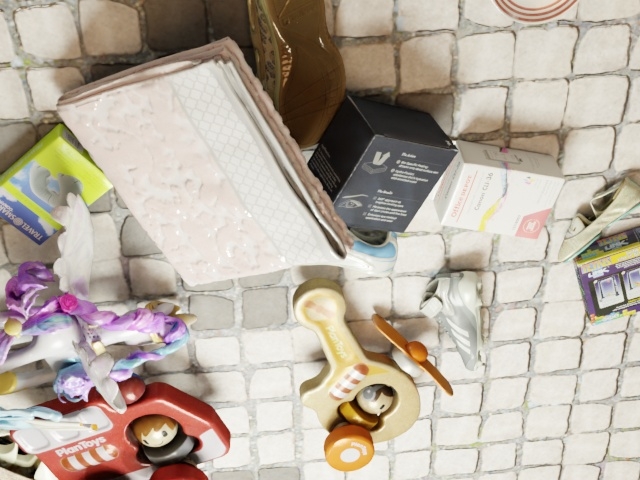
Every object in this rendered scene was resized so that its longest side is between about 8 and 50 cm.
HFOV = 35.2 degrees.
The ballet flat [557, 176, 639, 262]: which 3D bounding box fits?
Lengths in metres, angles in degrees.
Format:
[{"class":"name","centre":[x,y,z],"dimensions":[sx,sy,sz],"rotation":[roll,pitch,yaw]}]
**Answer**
[{"class":"ballet flat","centre":[0.421,-0.034,1.556],"dimensions":[0.168,0.057,0.052],"rotation":[-42,93,18]}]

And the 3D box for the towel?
[{"class":"towel","centre":[-0.154,-0.082,1.319],"dimensions":[0.317,0.053,0.332],"rotation":[-9,124,39]}]

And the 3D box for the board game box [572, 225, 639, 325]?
[{"class":"board game box","centre":[0.499,0.051,1.622],"dimensions":[0.170,0.048,0.141],"rotation":[-18,125,7]}]

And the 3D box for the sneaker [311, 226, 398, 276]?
[{"class":"sneaker","centre":[0.000,0.000,1.511],"dimensions":[0.237,0.085,0.086],"rotation":[7,99,-8]}]

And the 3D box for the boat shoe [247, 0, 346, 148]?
[{"class":"boat shoe","centre":[-0.037,-0.252,1.317],"dimensions":[0.104,0.089,0.285],"rotation":[-25,133,-21]}]

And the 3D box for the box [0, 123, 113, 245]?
[{"class":"box","centre":[-0.389,-0.071,1.424],"dimensions":[0.178,0.042,0.109],"rotation":[-36,122,18]}]

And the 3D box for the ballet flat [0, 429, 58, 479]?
[{"class":"ballet flat","centre":[-0.512,0.369,1.703],"dimensions":[0.316,0.108,0.106],"rotation":[26,112,-25]}]

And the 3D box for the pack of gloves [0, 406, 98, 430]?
[{"class":"pack of gloves","centre":[-0.468,0.247,1.484],"dimensions":[0.232,0.046,0.195],"rotation":[-1,163,7]}]

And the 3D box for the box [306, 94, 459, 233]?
[{"class":"box","centre":[0.077,-0.102,1.400],"dimensions":[0.156,0.093,0.158],"rotation":[6,129,-38]}]

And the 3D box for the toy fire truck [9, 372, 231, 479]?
[{"class":"toy fire truck","centre":[-0.315,0.325,1.636],"dimensions":[0.302,0.169,0.254],"rotation":[-19,130,12]}]

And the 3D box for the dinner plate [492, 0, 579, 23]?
[{"class":"dinner plate","centre":[0.285,-0.350,1.315],"dimensions":[0.141,0.017,0.141],"rotation":[-4,127,-5]}]

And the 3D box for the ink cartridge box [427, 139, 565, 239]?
[{"class":"ink cartridge box","centre":[0.241,-0.076,1.482],"dimensions":[0.198,0.067,0.115],"rotation":[8,126,-12]}]

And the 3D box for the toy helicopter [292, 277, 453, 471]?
[{"class":"toy helicopter","centre":[0.065,0.194,1.624],"dimensions":[0.234,0.140,0.355],"rotation":[-22,124,7]}]

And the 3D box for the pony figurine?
[{"class":"pony figurine","centre":[-0.375,0.126,1.448],"dimensions":[0.363,0.303,0.351],"rotation":[-12,165,-1]}]

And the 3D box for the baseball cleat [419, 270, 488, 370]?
[{"class":"baseball cleat","centre":[0.217,0.128,1.644],"dimensions":[0.109,0.072,0.206],"rotation":[1,126,12]}]
